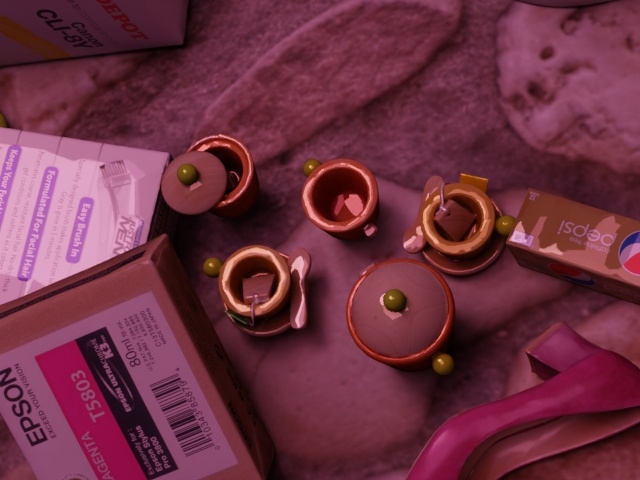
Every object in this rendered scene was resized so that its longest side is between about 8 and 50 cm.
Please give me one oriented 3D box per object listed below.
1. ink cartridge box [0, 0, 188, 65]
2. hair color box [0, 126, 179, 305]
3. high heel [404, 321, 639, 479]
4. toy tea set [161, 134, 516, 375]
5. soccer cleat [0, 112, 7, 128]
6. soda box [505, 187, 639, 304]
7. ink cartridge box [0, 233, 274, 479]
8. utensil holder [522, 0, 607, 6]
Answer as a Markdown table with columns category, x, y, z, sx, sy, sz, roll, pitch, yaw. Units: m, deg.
| category | x | y | z | sx | sy | sz | roll | pitch | yaw |
| --- | --- | --- | --- | --- | --- | --- | --- | --- | --- |
| ink cartridge box | -0.359 | -0.311 | 1.417 | 0.384 | 0.279 | 0.160 | -4 | 69 | 19 |
| hair color box | -0.321 | -0.011 | 1.341 | 0.338 | 0.110 | 0.185 | 9 | 73 | 8 |
| high heel | 0.172 | 0.184 | 1.146 | 0.244 | 0.082 | 0.117 | -41 | 51 | -14 |
| toy tea set | 0.000 | 0.000 | 1.235 | 0.336 | 0.124 | 0.200 | 12 | 75 | 16 |
| soccer cleat | -0.420 | -0.088 | 1.484 | 0.179 | 0.060 | 0.072 | -36 | 47 | 1 |
| soda box | 0.260 | 0.014 | 1.189 | 0.181 | 0.061 | 0.058 | 20 | 77 | 26 |
| ink cartridge box | -0.177 | 0.140 | 1.218 | 0.193 | 0.088 | 0.235 | -24 | 102 | 10 |
| utensil holder | 0.202 | -0.434 | 1.203 | 0.327 | 0.385 | 0.328 | -7 | 68 | 17 |
